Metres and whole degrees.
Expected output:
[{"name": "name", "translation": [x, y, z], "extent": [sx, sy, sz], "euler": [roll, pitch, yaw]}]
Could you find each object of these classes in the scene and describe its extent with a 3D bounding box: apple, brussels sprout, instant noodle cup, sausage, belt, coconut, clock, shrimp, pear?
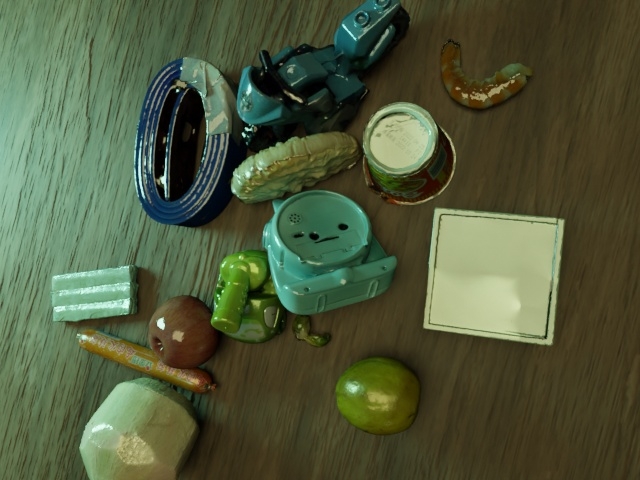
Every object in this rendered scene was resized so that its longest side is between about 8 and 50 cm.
[{"name": "apple", "translation": [-0.286, 0.193, 1.208], "extent": [0.154, 0.120, 0.153], "euler": [18, 119, 37]}, {"name": "brussels sprout", "translation": [-0.023, 0.190, 1.199], "extent": [0.083, 0.046, 0.051], "euler": [38, 102, 11]}, {"name": "instant noodle cup", "translation": [0.155, -0.165, 1.091], "extent": [0.193, 0.212, 0.192], "euler": [-1, 87, 13]}, {"name": "sausage", "translation": [-0.383, 0.260, 1.273], "extent": [0.348, 0.053, 0.053], "euler": [17, 91, 13]}, {"name": "belt", "translation": [-0.272, -0.201, 1.239], "extent": [0.213, 0.117, 0.346], "euler": [9, 90, 15]}, {"name": "coconut", "translation": [-0.365, 0.401, 1.162], "extent": [0.224, 0.224, 0.233], "euler": [21, 56, 13]}, {"name": "clock", "translation": [0.000, 0.000, 1.125], "extent": [0.224, 0.094, 0.274], "euler": [-15, 57, -17]}, {"name": "shrimp", "translation": [0.319, -0.341, 1.154], "extent": [0.161, 0.049, 0.166], "euler": [-26, 74, 12]}, {"name": "pear", "translation": [0.112, 0.295, 1.111], "extent": [0.162, 0.149, 0.148], "euler": [-1, 87, 21]}]

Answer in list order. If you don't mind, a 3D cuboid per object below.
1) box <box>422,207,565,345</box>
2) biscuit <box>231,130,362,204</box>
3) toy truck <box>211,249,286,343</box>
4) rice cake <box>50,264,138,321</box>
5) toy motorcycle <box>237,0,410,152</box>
[{"name": "box", "translation": [0.317, 0.063, 1.093], "extent": [0.225, 0.117, 0.224], "euler": [6, 88, 14]}, {"name": "biscuit", "translation": [-0.059, -0.144, 1.155], "extent": [0.281, 0.179, 0.084], "euler": [-20, 83, 11]}, {"name": "toy truck", "translation": [-0.146, 0.102, 1.161], "extent": [0.148, 0.210, 0.186], "euler": [6, 72, 15]}, {"name": "rice cake", "translation": [-0.512, 0.120, 1.317], "extent": [0.211, 0.038, 0.124], "euler": [-2, 86, 13]}, {"name": "toy motorcycle", "translation": [-0.003, -0.320, 1.126], "extent": [0.416, 0.232, 0.172], "euler": [-37, 76, 8]}]
